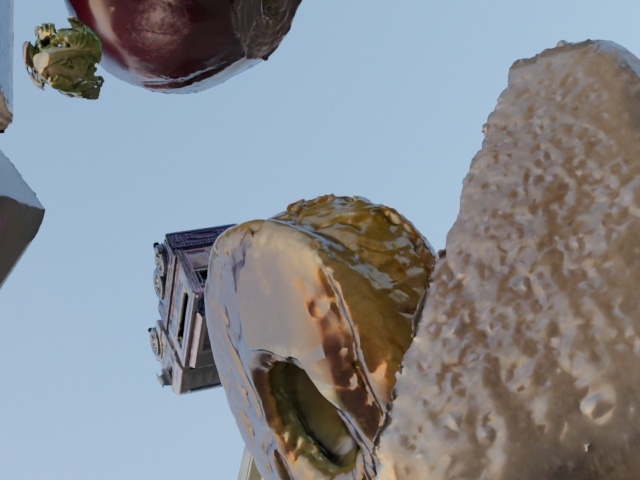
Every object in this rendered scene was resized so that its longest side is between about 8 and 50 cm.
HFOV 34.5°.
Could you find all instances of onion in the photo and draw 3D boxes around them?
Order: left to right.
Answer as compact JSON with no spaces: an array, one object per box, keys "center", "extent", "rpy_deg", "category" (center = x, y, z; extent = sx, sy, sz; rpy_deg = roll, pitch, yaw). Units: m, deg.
[{"center":[-0.177,-0.321,1.214],"extent":[0.260,0.281,0.337],"rpy_deg":[-34,-24,-56],"category":"onion"}]

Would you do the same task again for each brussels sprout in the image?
[{"center":[-0.257,-0.177,1.011],"extent":[0.058,0.085,0.085],"rpy_deg":[-22,-37,-51],"category":"brussels sprout"}]

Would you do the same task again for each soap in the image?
[{"center":[-0.544,-0.015,1.411],"extent":[0.302,0.258,0.159],"rpy_deg":[-52,-29,14],"category":"soap"}]

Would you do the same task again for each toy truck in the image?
[{"center":[-0.171,0.117,1.505],"extent":[0.124,0.155,0.268],"rpy_deg":[-9,-44,-23],"category":"toy truck"}]

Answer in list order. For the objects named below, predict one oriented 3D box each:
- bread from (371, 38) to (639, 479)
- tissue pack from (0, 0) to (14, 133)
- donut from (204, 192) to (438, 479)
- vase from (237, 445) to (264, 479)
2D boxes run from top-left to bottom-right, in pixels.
[{"center":[0.160,0.038,0.603],"extent":[0.102,0.183,0.337],"rpy_deg":[46,-119,-55],"category":"bread"},{"center":[-0.485,-0.328,1.276],"extent":[0.209,0.370,0.198],"rpy_deg":[-8,-24,-1],"category":"tissue pack"},{"center":[0.038,0.119,0.851],"extent":[0.159,0.330,0.330],"rpy_deg":[-24,-42,-26],"category":"donut"},{"center":[-0.047,0.310,1.492],"extent":[0.165,0.165,0.360],"rpy_deg":[-7,-69,-31],"category":"vase"}]
